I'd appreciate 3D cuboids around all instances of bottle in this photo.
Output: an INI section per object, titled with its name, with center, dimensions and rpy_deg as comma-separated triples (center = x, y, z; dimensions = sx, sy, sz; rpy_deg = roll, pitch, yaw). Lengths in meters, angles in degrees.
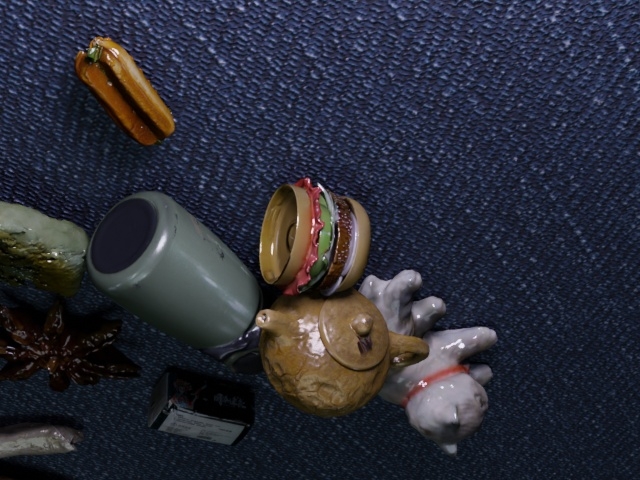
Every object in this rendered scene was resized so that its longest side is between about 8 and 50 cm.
[bottle]
center = -0.178, 0.079, 1.707
dimensions = 0.168, 0.168, 0.347
rpy_deg = -23, 136, 27

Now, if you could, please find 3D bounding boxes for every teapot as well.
[teapot]
center = 0.035, 0.148, 1.674
dimensions = 0.311, 0.203, 0.167
rpy_deg = 13, 149, -30

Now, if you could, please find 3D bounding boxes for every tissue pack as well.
[tissue pack]
center = -0.211, 0.299, 2.037
dimensions = 0.170, 0.090, 0.103
rpy_deg = 16, 139, -20

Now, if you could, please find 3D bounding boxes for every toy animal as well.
[toy animal]
center = 0.160, 0.202, 1.851
dimensions = 0.266, 0.188, 0.308
rpy_deg = 9, 144, 4

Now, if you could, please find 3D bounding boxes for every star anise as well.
[star anise]
center = -0.438, 0.184, 1.904
dimensions = 0.288, 0.088, 0.288
rpy_deg = 0, 143, 0

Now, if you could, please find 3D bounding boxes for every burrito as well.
[burrito]
center = -0.558, 0.374, 2.151
dimensions = 0.226, 0.087, 0.060
rpy_deg = -3, 97, 1

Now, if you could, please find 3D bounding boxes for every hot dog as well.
[hot dog]
center = -0.248, -0.191, 1.463
dimensions = 0.072, 0.055, 0.188
rpy_deg = -17, 137, 16

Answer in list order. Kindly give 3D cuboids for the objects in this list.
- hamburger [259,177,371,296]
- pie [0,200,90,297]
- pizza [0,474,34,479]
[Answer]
[hamburger]
center = -0.001, 0.002, 1.615
dimensions = 0.137, 0.175, 0.175
rpy_deg = 11, 140, -23
[pie]
center = -0.520, 0.017, 1.671
dimensions = 0.371, 0.078, 0.296
rpy_deg = -7, 153, 14
[pizza]
center = -0.697, 0.556, 2.332
dimensions = 0.435, 0.080, 0.392
rpy_deg = -22, 141, 17
